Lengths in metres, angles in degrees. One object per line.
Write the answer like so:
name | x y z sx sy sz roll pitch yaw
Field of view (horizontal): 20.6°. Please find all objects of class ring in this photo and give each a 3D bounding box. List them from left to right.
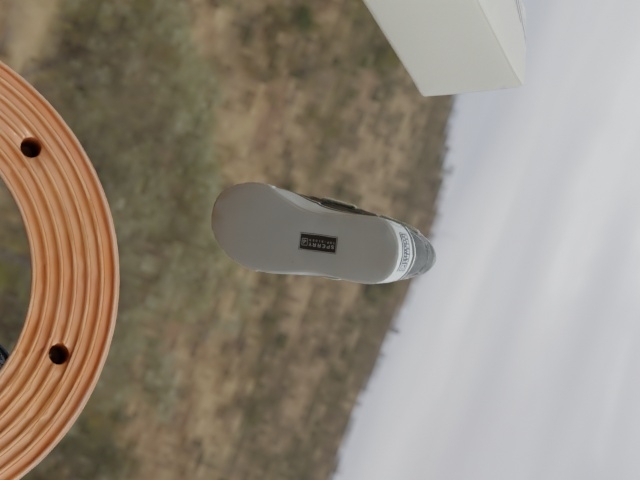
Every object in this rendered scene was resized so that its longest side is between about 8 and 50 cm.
ring | -0.294 0.019 1.118 0.032 0.337 0.336 -26 -139 66

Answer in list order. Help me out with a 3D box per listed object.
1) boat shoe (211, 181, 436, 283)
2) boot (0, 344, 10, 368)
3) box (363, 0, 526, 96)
boat shoe | 0.000 0.000 1.554 0.070 0.219 0.077 6 98 -54
boot | -0.305 0.200 1.255 0.246 0.094 0.207 -56 170 -35
box | 0.109 -0.241 1.650 0.275 0.113 0.094 51 40 -60
